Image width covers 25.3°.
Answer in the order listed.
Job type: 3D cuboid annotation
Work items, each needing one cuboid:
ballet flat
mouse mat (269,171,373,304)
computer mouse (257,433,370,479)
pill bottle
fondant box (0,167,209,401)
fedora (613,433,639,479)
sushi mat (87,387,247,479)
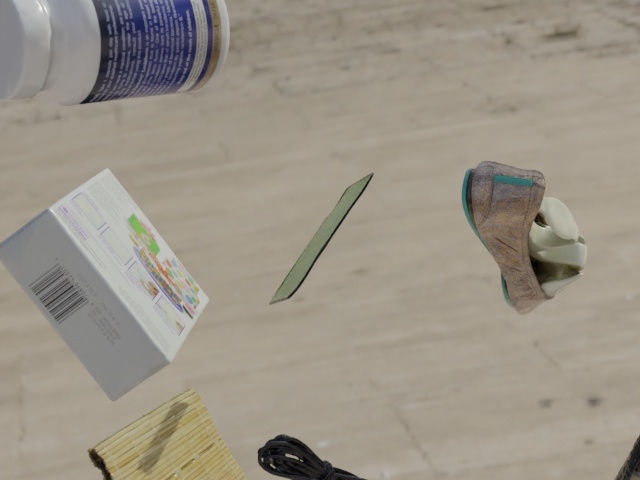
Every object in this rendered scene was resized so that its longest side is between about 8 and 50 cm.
[{"bbox_3d":[0.247,0.008,1.634,0.106,0.108,0.316,-1,-22,20],"label":"ballet flat"},{"bbox_3d":[0.000,0.000,1.783,0.190,0.007,0.152,-55,7,-11],"label":"mouse mat"},{"bbox_3d":[-0.041,0.343,1.502,0.184,0.262,0.060,26,-7,-29],"label":"computer mouse"},{"bbox_3d":[-0.244,-0.228,1.577,0.264,0.153,0.153,-13,14,-41],"label":"pill bottle"},{"bbox_3d":[-0.274,0.047,1.859,0.096,0.238,0.330,-36,7,11],"label":"fondant box"},{"bbox_3d":[0.512,0.270,1.923,0.152,0.334,0.334,29,29,14],"label":"fedora"},{"bbox_3d":[-0.171,0.270,1.678,0.019,0.151,0.316,-29,-1,16],"label":"sushi mat"}]
